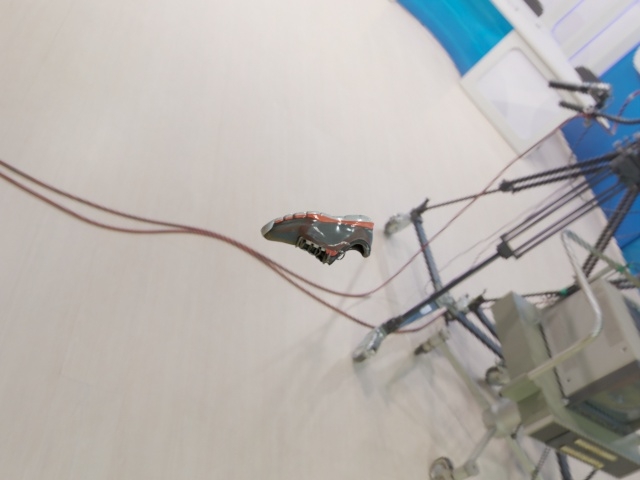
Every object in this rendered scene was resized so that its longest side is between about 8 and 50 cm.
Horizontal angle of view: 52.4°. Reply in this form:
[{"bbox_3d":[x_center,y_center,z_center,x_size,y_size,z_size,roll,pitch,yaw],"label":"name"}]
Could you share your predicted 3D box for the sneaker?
[{"bbox_3d":[0.000,0.000,0.859,0.157,0.061,0.065,-1,76,-14],"label":"sneaker"}]
